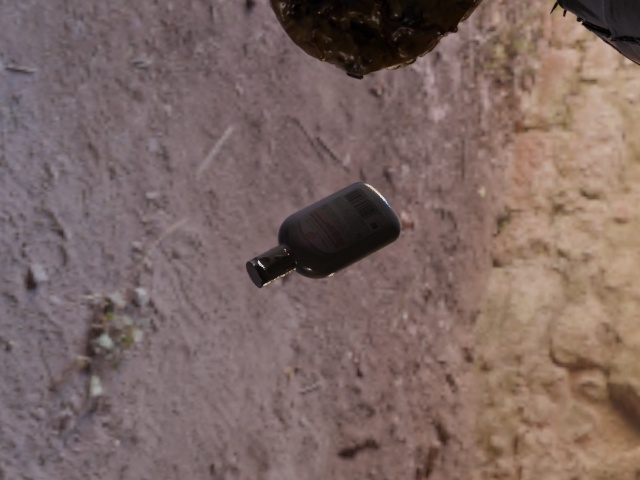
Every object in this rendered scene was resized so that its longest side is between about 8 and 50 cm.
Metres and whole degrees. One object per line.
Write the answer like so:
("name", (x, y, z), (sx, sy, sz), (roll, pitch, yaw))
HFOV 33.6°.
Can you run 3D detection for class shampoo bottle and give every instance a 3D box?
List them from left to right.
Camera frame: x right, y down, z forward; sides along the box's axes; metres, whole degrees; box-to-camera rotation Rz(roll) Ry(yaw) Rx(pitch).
("shampoo bottle", (0.000, 0.000, 1.092), (0.165, 0.080, 0.040), (-28, 158, -23))

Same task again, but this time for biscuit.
("biscuit", (0.083, -0.383, 1.410), (0.334, 0.289, 0.081), (-51, -177, -7))

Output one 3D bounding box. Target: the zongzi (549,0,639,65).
("zongzi", (0.562, -0.286, 1.482), (0.466, 0.500, 0.218), (30, 99, -25))
